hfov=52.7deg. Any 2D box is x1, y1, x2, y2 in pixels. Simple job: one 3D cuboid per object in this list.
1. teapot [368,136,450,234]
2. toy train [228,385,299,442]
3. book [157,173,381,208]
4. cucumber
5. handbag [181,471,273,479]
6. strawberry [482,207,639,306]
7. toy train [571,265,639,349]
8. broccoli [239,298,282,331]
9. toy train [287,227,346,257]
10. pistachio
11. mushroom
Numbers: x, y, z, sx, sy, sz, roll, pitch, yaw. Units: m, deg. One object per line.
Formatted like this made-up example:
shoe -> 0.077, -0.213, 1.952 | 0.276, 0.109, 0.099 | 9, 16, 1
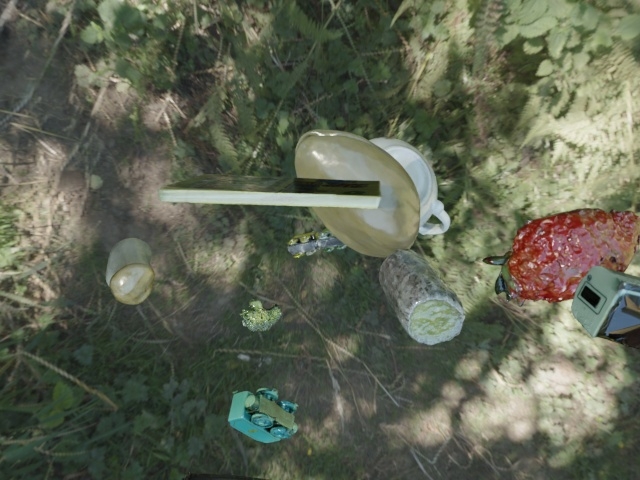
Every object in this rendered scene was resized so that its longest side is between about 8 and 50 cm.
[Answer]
teapot -> 0.151, -0.096, 1.350 | 0.300, 0.166, 0.208 | 37, 53, -22
toy train -> -0.171, 0.521, 1.921 | 0.163, 0.112, 0.203 | -22, 130, 32
book -> -0.039, -0.049, 0.619 | 0.192, 0.168, 0.013 | 2, 100, 5
cucumber -> 0.098, 0.051, 0.644 | 0.064, 0.112, 0.064 | -5, 118, -9
handbag -> -0.188, 0.606, 1.364 | 0.247, 0.080, 0.223 | 10, 103, -9
strawberry -> 0.305, 0.029, 0.792 | 0.192, 0.085, 0.140 | 5, 134, -21
toy train -> 0.331, 0.076, 0.551 | 0.252, 0.048, 0.055 | 15, 106, -19
broccoli -> -0.152, 0.190, 1.676 | 0.097, 0.095, 0.092 | -22, 79, 4
toy train -> 0.000, 0.000, 1.805 | 0.202, 0.081, 0.060 | -12, 108, 31
pistachio -> 0.054, -0.067, 0.896 | 0.226, 0.136, 0.136 | 43, 91, -19
mushroom -> -0.490, 0.089, 1.674 | 0.122, 0.329, 0.159 | 0, 102, -19
